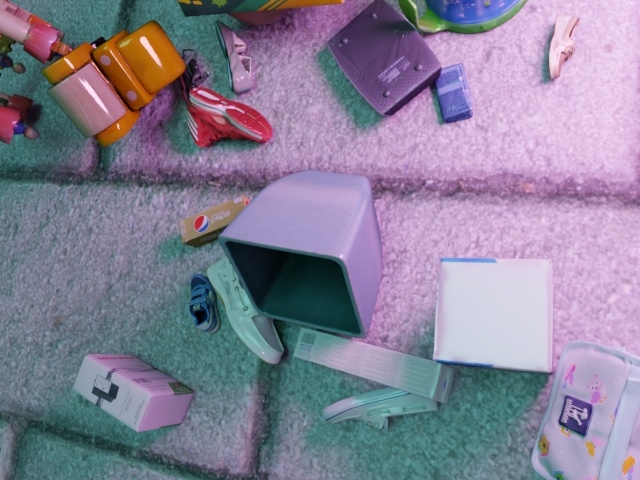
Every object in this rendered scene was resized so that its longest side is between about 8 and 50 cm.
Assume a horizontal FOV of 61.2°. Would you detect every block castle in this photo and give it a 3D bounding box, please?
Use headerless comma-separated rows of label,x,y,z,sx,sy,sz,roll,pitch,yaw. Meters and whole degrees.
block castle,-0.783,-0.435,1.411,0.302,0.213,0.453,-62,29,6

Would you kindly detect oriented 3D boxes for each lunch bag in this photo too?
lunch bag,0.423,0.270,0.812,0.160,0.262,0.223,17,86,25

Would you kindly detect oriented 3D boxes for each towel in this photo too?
towel,0.277,-0.308,1.129,0.067,0.029,0.119,-13,74,20

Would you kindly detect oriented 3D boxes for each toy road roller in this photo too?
toy road roller,-0.471,-0.398,1.294,0.241,0.202,0.329,-25,30,14

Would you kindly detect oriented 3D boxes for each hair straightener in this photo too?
hair straightener,-0.318,-0.409,1.394,0.089,0.047,0.230,-28,65,14

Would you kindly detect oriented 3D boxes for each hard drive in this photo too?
hard drive,0.138,-0.396,1.181,0.172,0.054,0.254,-38,62,13

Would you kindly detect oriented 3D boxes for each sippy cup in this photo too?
sippy cup,0.301,-0.574,1.071,0.240,0.224,0.305,13,84,25

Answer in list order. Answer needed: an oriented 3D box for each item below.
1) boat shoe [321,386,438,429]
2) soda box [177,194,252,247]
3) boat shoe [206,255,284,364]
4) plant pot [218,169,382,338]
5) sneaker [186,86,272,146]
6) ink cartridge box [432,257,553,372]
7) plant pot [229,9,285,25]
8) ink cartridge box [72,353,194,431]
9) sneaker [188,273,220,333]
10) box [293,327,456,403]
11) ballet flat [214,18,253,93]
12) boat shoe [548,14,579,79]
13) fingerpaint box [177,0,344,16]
boat shoe,0.111,0.322,1.026,0.227,0.083,0.075,-23,70,16
soda box,-0.239,-0.042,1.263,0.182,0.061,0.058,-19,72,17
boat shoe,-0.149,0.135,1.167,0.096,0.098,0.277,-41,65,10
plant pot,0.000,0.000,1.053,0.247,0.247,0.252,10,52,24
sneaker,-0.226,-0.270,1.315,0.221,0.087,0.128,32,130,7
ink cartridge box,0.299,0.133,0.910,0.172,0.233,0.168,0,76,23
plant pot,-0.152,-0.603,1.308,0.238,0.109,0.237,-5,59,8
ink cartridge box,-0.415,0.333,1.204,0.209,0.153,0.086,21,88,26
sneaker,-0.271,0.141,1.238,0.053,0.059,0.144,-27,69,17
box,0.089,0.228,1.015,0.324,0.063,0.067,5,74,41
ballet flat,-0.212,-0.462,1.353,0.068,0.072,0.213,-13,73,-9
boat shoe,0.474,-0.379,1.052,0.045,0.050,0.135,8,82,29
fingerpaint box,-0.115,-0.726,1.212,0.372,0.163,0.444,2,60,13
